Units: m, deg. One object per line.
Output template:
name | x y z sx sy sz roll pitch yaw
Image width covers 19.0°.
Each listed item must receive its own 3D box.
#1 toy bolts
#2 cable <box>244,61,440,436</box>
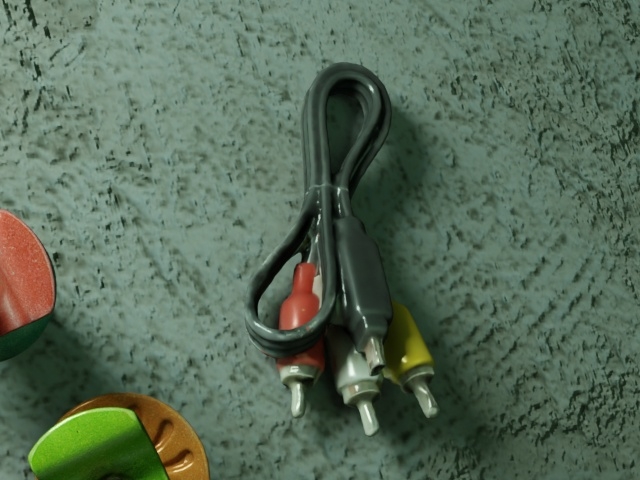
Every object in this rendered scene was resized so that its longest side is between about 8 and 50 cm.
toy bolts | -0.192 0.101 1.108 0.218 0.158 0.228 -21 92 -1
cable | 0.000 0.000 1.342 0.139 0.072 0.287 3 52 -18
